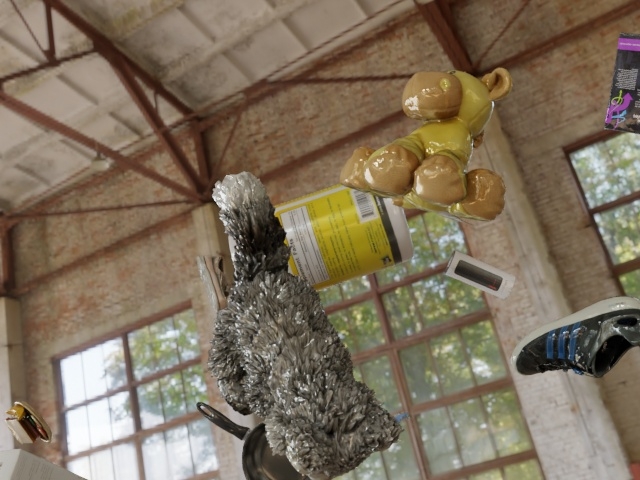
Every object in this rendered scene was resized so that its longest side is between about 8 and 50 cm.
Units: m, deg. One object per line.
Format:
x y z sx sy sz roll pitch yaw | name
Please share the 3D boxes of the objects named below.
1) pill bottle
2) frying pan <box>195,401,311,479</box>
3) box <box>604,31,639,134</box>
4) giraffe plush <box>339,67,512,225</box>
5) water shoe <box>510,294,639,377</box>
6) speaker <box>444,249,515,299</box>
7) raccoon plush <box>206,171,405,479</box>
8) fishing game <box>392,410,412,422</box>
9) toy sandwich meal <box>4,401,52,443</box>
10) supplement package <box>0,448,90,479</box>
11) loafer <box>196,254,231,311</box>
0.000 0.000 1.446 0.333 0.188 0.188 -18 -23 3 | pill bottle
-0.147 0.495 1.703 0.326 0.197 0.053 7 1 23 | frying pan
0.540 -0.255 1.217 0.029 0.162 0.116 -14 26 -42 | box
0.142 -0.119 0.843 0.181 0.171 0.210 14 0 31 | giraffe plush
0.338 0.146 0.974 0.072 0.080 0.203 25 -46 -30 | water shoe
0.328 0.071 1.511 0.136 0.055 0.055 24 -25 4 | speaker
-0.059 0.137 1.060 0.216 0.447 0.299 -29 17 -16 | raccoon plush
0.118 0.435 1.661 0.189 0.041 0.264 -25 -11 11 | fishing game
-0.417 0.264 1.050 0.029 0.085 0.085 -42 -3 -37 | toy sandwich meal
-0.500 0.445 1.279 0.105 0.105 0.179 -15 -42 30 | supplement package
-0.141 0.053 1.017 0.039 0.125 0.045 -13 -60 -15 | loafer
